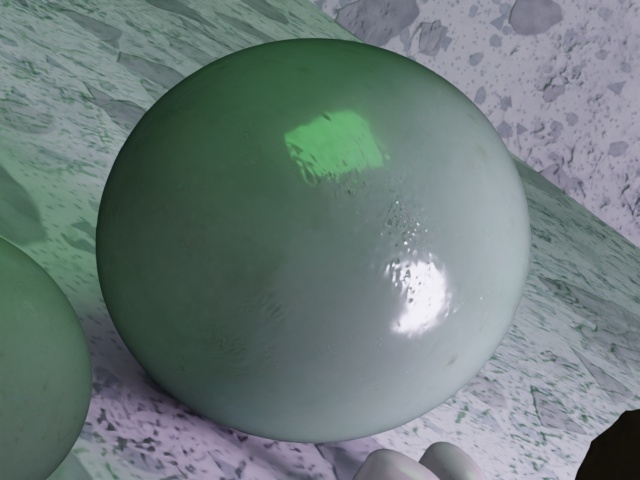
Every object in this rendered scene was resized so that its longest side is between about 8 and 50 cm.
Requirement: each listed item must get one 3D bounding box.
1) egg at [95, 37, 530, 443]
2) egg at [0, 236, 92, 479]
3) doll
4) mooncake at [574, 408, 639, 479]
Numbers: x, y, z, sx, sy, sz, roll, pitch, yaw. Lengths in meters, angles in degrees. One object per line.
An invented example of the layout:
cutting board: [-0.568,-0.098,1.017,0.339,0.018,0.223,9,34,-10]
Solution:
egg: [0.000,0.000,1.160,0.276,0.276,0.389,37,13,20]
egg: [-0.190,0.062,0.799,0.149,0.149,0.192,40,7,31]
doll: [0.111,0.201,1.157,0.160,0.059,0.161,39,15,27]
mooncake: [0.267,0.228,0.862,0.187,0.324,0.324,24,15,-41]
